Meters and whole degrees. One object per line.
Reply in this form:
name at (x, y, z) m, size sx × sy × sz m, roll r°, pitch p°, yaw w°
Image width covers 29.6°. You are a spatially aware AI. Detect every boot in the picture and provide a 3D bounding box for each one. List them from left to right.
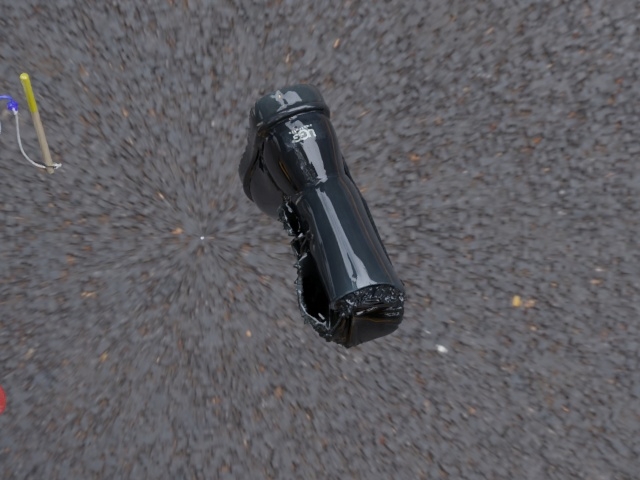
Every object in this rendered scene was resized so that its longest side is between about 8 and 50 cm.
boot at (0.000, 0.000, 1.081) m, size 0.094 × 0.246 × 0.207 m, roll -17°, pitch 74°, yaw -7°

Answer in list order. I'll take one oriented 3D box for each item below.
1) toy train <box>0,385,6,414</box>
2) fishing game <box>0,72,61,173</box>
toy train at (-0.415, 0.104, 1.157) m, size 0.105 × 0.248 × 0.143 m, roll -24°, pitch 66°, yaw 16°
fishing game at (-0.377, -0.112, 1.077) m, size 0.264 × 0.189 × 0.041 m, roll -4°, pitch 56°, yaw 2°
